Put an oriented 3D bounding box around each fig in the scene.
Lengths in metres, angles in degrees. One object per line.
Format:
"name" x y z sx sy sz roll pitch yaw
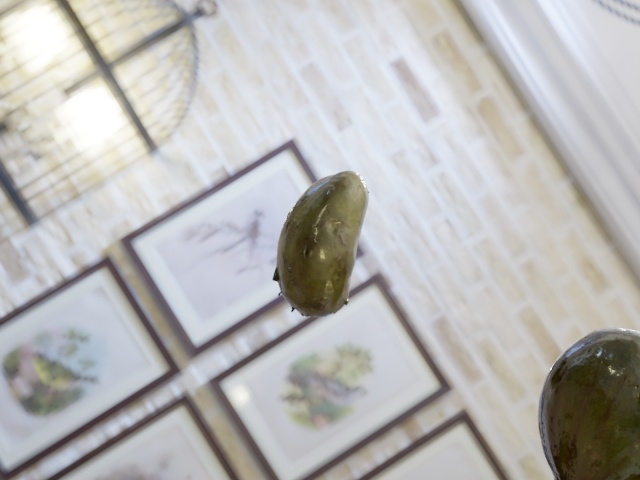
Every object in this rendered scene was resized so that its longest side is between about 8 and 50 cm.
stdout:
"fig" 0.212 0.182 1.075 0.124 0.236 0.124 20 -1 0

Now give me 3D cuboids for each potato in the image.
"potato" 0.000 0.000 1.226 0.070 0.138 0.091 17 -24 -17
